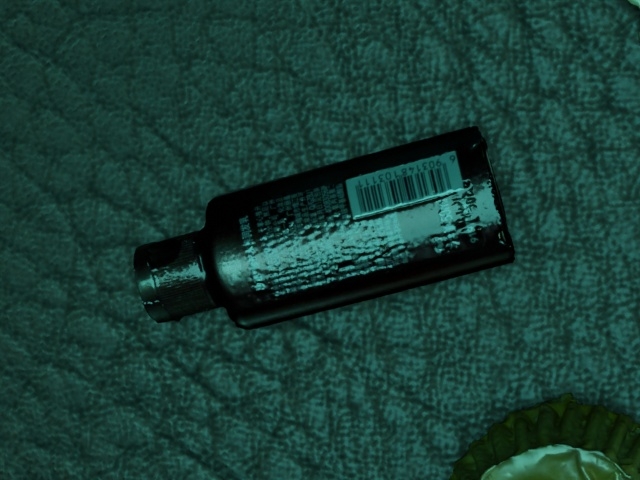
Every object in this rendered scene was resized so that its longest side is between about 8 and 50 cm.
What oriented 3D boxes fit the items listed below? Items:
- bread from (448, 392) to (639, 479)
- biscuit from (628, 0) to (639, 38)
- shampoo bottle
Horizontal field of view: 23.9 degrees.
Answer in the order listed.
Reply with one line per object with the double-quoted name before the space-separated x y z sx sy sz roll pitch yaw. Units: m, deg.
"bread" 0.207 0.255 1.255 0.240 0.139 0.240 0 92 10
"biscuit" 0.376 -0.194 1.288 0.204 0.040 0.309 -32 85 7
"shampoo bottle" 0.000 0.000 1.323 0.323 0.084 0.129 -16 84 9
